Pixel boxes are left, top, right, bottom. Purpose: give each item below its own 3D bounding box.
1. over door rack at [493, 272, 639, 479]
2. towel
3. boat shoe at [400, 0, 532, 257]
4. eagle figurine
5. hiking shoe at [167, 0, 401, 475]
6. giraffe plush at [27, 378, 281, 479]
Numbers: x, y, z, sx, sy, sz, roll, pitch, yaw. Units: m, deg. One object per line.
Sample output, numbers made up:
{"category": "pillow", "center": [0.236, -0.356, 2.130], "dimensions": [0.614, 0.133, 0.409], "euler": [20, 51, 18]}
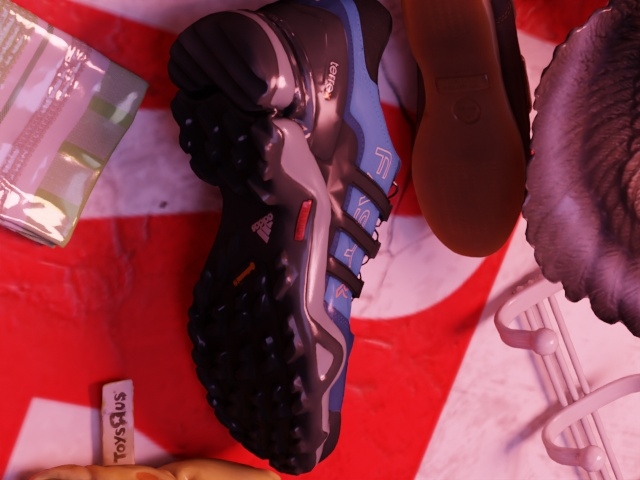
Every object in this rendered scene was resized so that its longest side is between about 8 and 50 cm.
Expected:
{"category": "over door rack", "center": [0.292, 0.060, 1.319], "dimensions": [0.324, 0.108, 0.239], "euler": [-35, 125, -16]}
{"category": "towel", "center": [-0.173, -0.068, 1.020], "dimensions": [0.152, 0.023, 0.113], "euler": [27, 94, -37]}
{"category": "boat shoe", "center": [0.094, -0.091, 1.152], "dimensions": [0.073, 0.073, 0.207], "euler": [-59, 150, -52]}
{"category": "eagle figurine", "center": [0.232, -0.096, 1.094], "dimensions": [0.226, 0.225, 0.298], "euler": [0, 156, -4]}
{"category": "hiking shoe", "center": [0.000, 0.000, 1.105], "dimensions": [0.132, 0.113, 0.304], "euler": [-26, 129, -35]}
{"category": "giraffe plush", "center": [-0.072, 0.205, 1.097], "dimensions": [0.181, 0.170, 0.210], "euler": [-25, 120, -17]}
